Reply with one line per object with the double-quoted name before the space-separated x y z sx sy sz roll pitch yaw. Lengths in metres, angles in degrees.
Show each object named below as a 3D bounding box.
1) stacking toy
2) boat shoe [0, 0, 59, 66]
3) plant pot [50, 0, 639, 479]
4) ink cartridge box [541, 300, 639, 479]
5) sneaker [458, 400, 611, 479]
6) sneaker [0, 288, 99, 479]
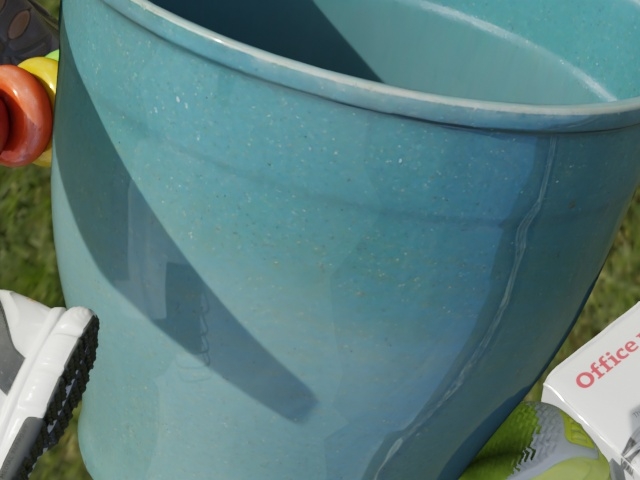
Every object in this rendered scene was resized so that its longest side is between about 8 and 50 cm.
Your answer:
"stacking toy" -0.223 -0.121 1.459 0.141 0.330 0.141 10 106 39
"boat shoe" -0.332 -0.196 1.688 0.132 0.130 0.355 -50 139 2
"plant pot" 0.000 0.000 0.743 0.272 0.271 0.255 14 115 1
"ink cartridge box" 0.421 0.220 1.789 0.307 0.223 0.129 45 159 26
"sneaker" 0.064 0.188 0.857 0.240 0.091 0.126 -37 113 25
"sneaker" -0.096 0.060 0.416 0.044 0.109 0.040 21 151 4
